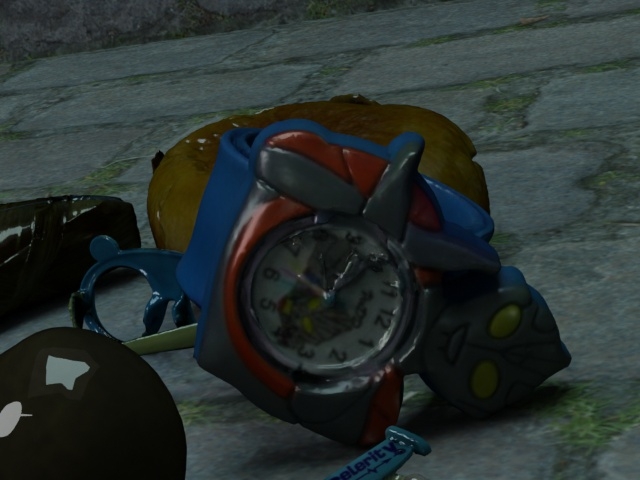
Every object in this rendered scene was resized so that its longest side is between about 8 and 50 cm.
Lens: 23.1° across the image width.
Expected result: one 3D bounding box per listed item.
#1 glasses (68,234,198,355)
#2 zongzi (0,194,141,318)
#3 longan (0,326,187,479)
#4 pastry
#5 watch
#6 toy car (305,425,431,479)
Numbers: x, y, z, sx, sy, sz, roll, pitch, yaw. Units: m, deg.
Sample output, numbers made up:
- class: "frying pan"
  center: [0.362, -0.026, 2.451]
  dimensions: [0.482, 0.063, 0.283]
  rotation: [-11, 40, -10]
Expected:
- class: "glasses"
  center: [-0.179, 0.104, 1.417]
  dimensions: [0.239, 0.102, 0.207]
  rotation: [7, 52, 43]
- class: "zongzi"
  center: [-0.303, 0.030, 1.660]
  dimensions: [0.221, 0.112, 0.242]
  rotation: [-10, 24, -1]
- class: "longan"
  center: [-0.180, 0.146, 1.084]
  dimensions: [0.189, 0.189, 0.189]
  rotation: [-10, 17, 3]
- class: "pastry"
  center: [-0.006, -0.037, 1.563]
  dimensions: [0.356, 0.163, 0.356]
  rotation: [-3, 21, 1]
- class: "watch"
  center: [0.048, 0.015, 1.268]
  dimensions: [0.305, 0.241, 0.274]
  rotation: [19, 14, -10]
- class: "toy car"
  center: [0.070, 0.180, 0.928]
  dimensions: [0.126, 0.098, 0.161]
  rotation: [-27, 21, -38]
